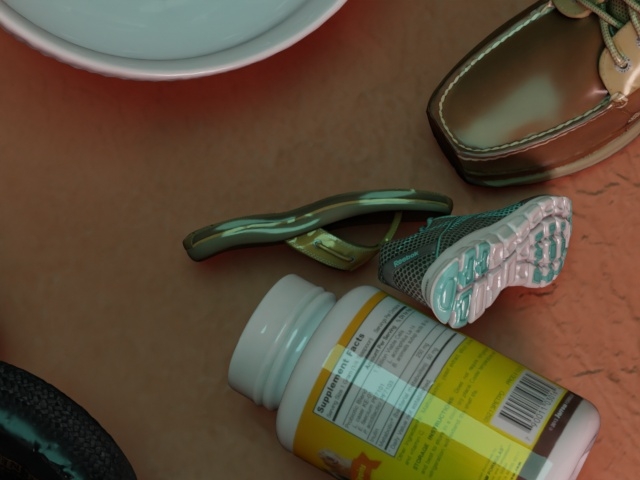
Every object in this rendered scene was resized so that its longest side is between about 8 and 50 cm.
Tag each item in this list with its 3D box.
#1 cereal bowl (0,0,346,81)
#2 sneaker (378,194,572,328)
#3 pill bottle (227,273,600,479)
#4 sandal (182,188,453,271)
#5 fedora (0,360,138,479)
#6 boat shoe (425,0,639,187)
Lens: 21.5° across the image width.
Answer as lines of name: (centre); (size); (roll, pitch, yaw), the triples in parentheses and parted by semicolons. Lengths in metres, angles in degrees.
cereal bowl: (-0.119, -0.272, 1.155); (0.338, 0.141, 0.339); (0, 92, -13)
sneaker: (0.100, 0.001, 1.077); (0.076, 0.166, 0.065); (19, 114, 36)
pill bottle: (0.054, 0.105, 1.038); (0.215, 0.117, 0.117); (28, 73, 14)
sandal: (0.000, 0.000, 1.113); (0.180, 0.072, 0.049); (-11, 84, 1)
fedora: (-0.260, 0.219, 0.995); (0.334, 0.152, 0.334); (2, 69, -4)
boat shoe: (0.217, -0.154, 1.125); (0.324, 0.120, 0.123); (-30, 70, -8)
